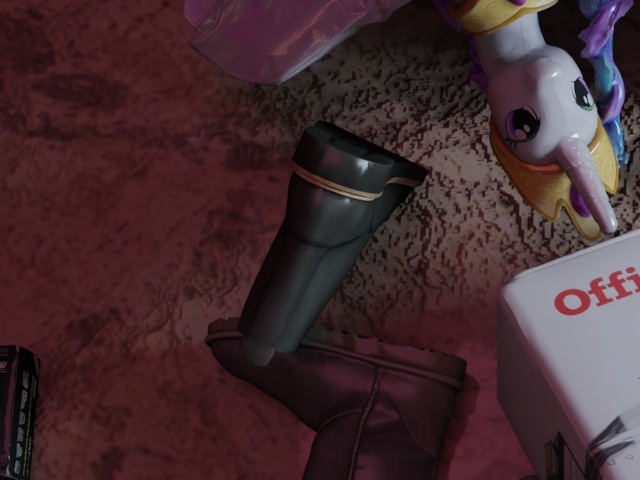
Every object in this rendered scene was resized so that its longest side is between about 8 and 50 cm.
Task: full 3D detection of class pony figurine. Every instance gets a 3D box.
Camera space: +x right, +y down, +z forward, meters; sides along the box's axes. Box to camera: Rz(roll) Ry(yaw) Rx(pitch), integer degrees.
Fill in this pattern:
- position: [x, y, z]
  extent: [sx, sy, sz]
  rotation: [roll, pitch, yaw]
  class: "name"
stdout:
- position: [0.059, -0.200, 0.844]
  extent: [0.303, 0.363, 0.351]
  rotation: [-29, 40, -5]
  class: "pony figurine"

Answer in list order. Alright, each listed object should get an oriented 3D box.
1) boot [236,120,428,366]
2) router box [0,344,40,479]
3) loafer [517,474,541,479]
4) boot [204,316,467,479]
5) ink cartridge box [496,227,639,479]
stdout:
- position: [0.000, 0.000, 0.898]
  extent: [0.077, 0.198, 0.137]
  rotation: [25, 99, 14]
  class: "boot"
- position: [-0.258, 0.123, 0.984]
  extent: [0.123, 0.038, 0.092]
  rotation: [-4, 69, 14]
  class: "router box"
- position: [0.131, 0.261, 0.816]
  extent: [0.087, 0.094, 0.251]
  rotation: [11, 68, -18]
  class: "loafer"
- position: [-0.006, 0.160, 0.895]
  extent: [0.190, 0.076, 0.208]
  rotation: [9, 80, 20]
  class: "boot"
- position: [0.245, 0.126, 0.752]
  extent: [0.211, 0.121, 0.289]
  rotation: [-18, 51, -9]
  class: "ink cartridge box"
